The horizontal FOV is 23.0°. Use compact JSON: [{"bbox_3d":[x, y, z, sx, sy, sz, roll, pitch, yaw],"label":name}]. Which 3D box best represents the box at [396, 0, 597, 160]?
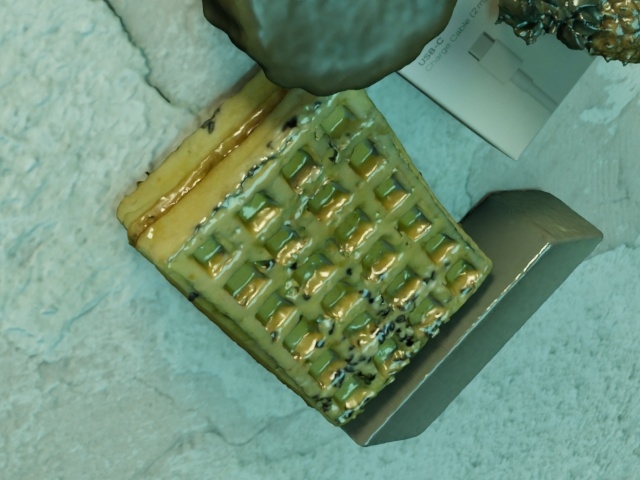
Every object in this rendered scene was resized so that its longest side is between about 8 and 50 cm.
[{"bbox_3d":[0.161,-0.222,1.517,0.203,0.106,0.252,-52,137,7],"label":"box"}]

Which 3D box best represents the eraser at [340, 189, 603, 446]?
[{"bbox_3d":[0.148,0.080,1.722,0.352,0.111,0.077,-47,140,-2],"label":"eraser"}]

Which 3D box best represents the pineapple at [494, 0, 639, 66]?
[{"bbox_3d":[0.250,-0.212,1.457,0.198,0.108,0.108,-3,123,-25],"label":"pineapple"}]

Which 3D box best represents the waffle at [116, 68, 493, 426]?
[{"bbox_3d":[0.000,0.000,1.545,0.261,0.114,0.376,-47,138,-4],"label":"waffle"}]

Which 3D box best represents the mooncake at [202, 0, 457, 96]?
[{"bbox_3d":[0.003,-0.244,1.336,0.228,0.124,0.228,-13,121,-22],"label":"mooncake"}]
